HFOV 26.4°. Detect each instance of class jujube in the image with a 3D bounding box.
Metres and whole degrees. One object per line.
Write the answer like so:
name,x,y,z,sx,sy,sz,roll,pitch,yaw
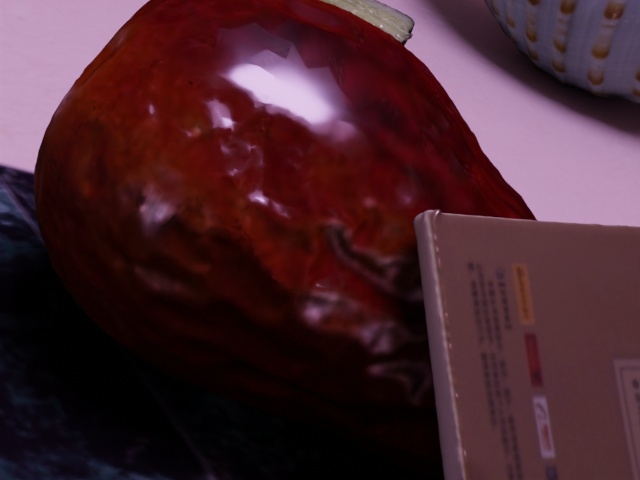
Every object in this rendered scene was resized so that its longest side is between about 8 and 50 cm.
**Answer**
jujube,0.000,0.000,0.610,0.255,0.190,0.190,42,28,-5

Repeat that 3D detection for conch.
conch,0.256,-0.220,1.133,0.319,0.215,0.303,8,21,22

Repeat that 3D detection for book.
book,0.176,0.101,0.584,0.310,0.021,0.217,4,72,-34

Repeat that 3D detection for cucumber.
cucumber,0.006,-0.140,0.947,0.115,0.062,0.116,32,22,9
